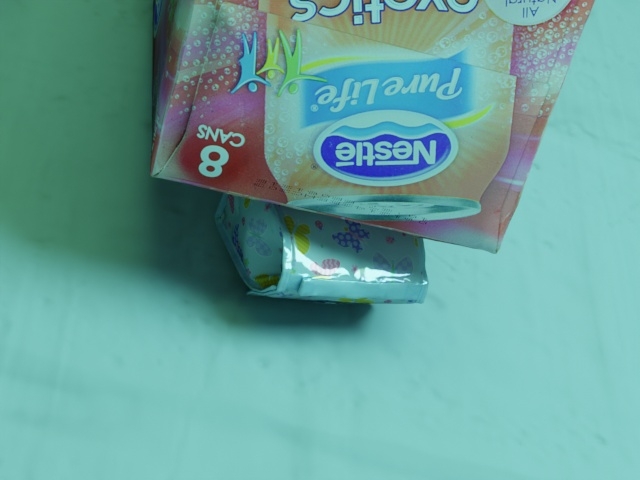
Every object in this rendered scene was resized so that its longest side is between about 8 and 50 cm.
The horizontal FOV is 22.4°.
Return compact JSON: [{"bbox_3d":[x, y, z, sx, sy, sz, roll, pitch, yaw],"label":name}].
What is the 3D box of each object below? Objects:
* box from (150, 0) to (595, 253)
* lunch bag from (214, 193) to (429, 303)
[{"bbox_3d":[0.008,-0.135,0.732,0.154,0.142,0.300,12,26,-13],"label":"box"},{"bbox_3d":[0.000,0.000,0.688,0.071,0.053,0.083,2,32,-26],"label":"lunch bag"}]
